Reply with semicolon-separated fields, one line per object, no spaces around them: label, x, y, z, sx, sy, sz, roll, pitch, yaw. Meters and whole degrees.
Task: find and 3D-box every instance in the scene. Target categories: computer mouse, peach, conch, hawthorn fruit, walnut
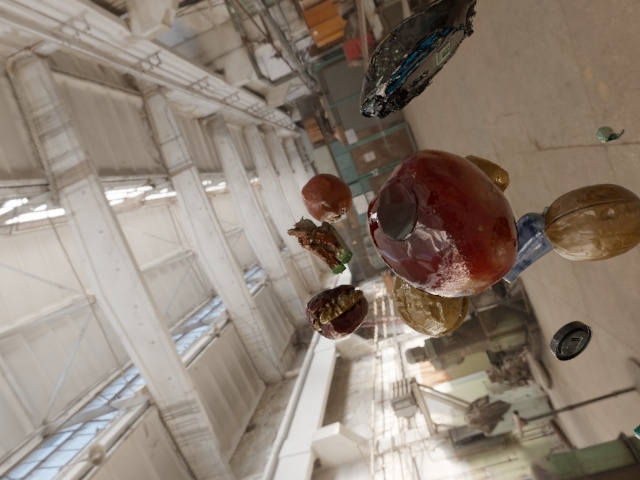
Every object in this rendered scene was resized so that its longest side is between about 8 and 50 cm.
computer mouse;0.143;-0.292;0.676;0.077;0.242;0.146;50;-168;9
peach;0.290;-0.047;1.102;0.310;0.335;0.406;3;-128;-48
conch;1.124;-0.407;1.682;0.180;0.088;0.065;-44;-37;-55
hawthorn fruit;0.019;-0.149;1.535;0.189;0.189;0.189;-21;-90;-80
walnut;0.357;0.184;1.398;0.224;0.257;0.257;69;-178;-75
walnut;0.601;-0.039;0.950;0.167;0.207;0.167;-11;-90;-81
walnut;0.079;0.288;1.835;0.222;0.269;0.244;45;147;20

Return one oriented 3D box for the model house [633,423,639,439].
model house;1.055;0.608;1.324;0.149;0.100;0.127;42;-175;-45

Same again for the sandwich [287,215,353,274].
sandwich;0.005;0.006;1.335;0.160;0.109;0.185;36;-171;-50

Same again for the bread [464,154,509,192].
bread;0.446;-0.109;1.330;0.132;0.294;0.167;13;-159;-38

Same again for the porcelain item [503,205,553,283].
porcelain item;0.658;0.013;1.369;0.141;0.259;0.141;31;-165;-10

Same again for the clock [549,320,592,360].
clock;1.028;0.412;1.775;0.184;0.184;0.040;62;176;-32
